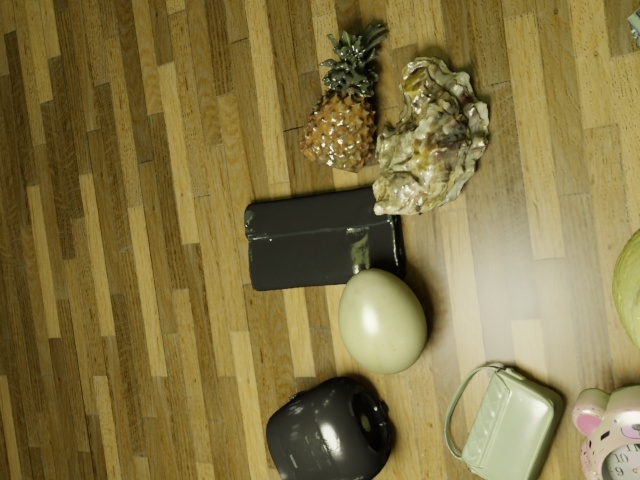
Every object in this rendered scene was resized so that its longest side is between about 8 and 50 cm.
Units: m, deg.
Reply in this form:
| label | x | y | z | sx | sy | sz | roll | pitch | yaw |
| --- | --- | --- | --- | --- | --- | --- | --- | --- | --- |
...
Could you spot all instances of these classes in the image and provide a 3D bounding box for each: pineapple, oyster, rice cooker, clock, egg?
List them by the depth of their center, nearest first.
| label | x | y | z | sx | sy | sz | roll | pitch | yaw |
| --- | --- | --- | --- | --- | --- | --- | --- | --- | --- |
| clock | 0.614 | 0.401 | 1.142 | 0.284 | 0.114 | 0.309 | -16 | 108 | 42 |
| oyster | 0.217 | -0.201 | 1.351 | 0.238 | 0.115 | 0.351 | 33 | 94 | 22 |
| egg | 0.132 | 0.175 | 1.386 | 0.189 | 0.188 | 0.253 | -2 | 119 | 29 |
| pineapple | 0.064 | -0.328 | 1.414 | 0.169 | 0.169 | 0.340 | 18 | 97 | 27 |
| rice cooker | 0.028 | 0.445 | 1.456 | 0.225 | 0.267 | 0.267 | -32 | 80 | 21 |

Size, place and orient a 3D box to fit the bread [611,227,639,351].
| label | x | y | z | sx | sy | sz | roll | pitch | yaw |
| --- | --- | --- | --- | --- | --- | --- | --- | --- | --- |
| bread | 0.666 | 0.080 | 1.074 | 0.321 | 0.237 | 0.320 | 7 | 107 | 24 |

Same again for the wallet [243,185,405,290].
| label | x | y | z | sx | sy | sz | roll | pitch | yaw |
| --- | --- | --- | --- | --- | --- | --- | --- | --- | --- |
| wallet | 0.000 | 0.000 | 1.526 | 0.407 | 0.062 | 0.228 | -6 | 92 | 29 |

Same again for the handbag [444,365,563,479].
| label | x | y | z | sx | sy | sz | roll | pitch | yaw |
| --- | --- | --- | --- | --- | --- | --- | --- | --- | --- |
| handbag | 0.377 | 0.390 | 1.357 | 0.219 | 0.079 | 0.255 | 27 | 108 | 36 |

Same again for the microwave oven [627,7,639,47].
| label | x | y | z | sx | sy | sz | roll | pitch | yaw |
| --- | --- | --- | --- | --- | --- | --- | --- | --- | --- |
| microwave oven | 0.657 | -0.346 | 1.092 | 0.162 | 0.122 | 0.208 | -39 | 76 | 27 |
